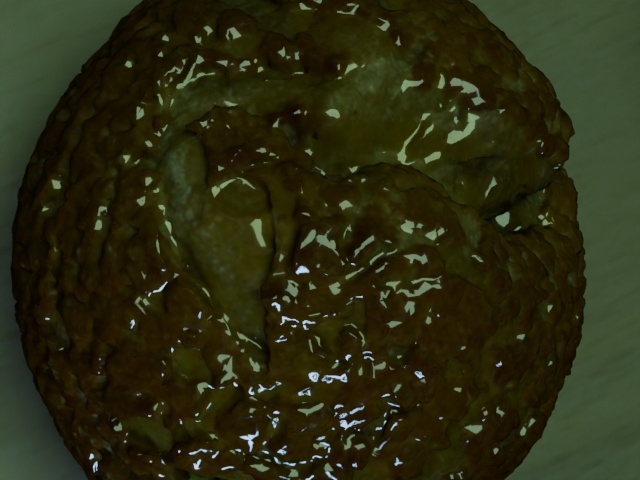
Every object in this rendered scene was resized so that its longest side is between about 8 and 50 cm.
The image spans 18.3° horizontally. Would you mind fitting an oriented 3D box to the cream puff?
[{"bbox_3d":[0.000,0.000,0.951,0.303,0.212,0.303,6,73,-19],"label":"cream puff"}]
